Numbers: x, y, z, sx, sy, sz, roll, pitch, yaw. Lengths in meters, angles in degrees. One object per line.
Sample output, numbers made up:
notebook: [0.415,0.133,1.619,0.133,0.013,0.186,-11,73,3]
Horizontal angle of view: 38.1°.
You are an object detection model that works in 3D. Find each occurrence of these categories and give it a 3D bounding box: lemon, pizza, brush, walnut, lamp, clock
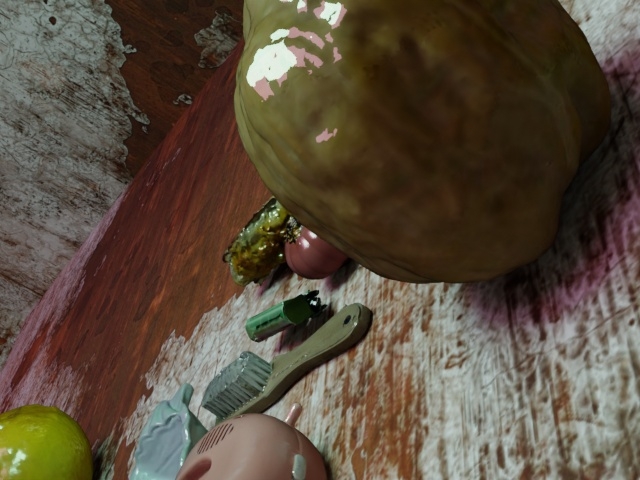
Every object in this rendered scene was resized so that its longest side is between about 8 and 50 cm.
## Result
lemon: [-0.521,0.409,1.652,0.233,0.233,0.288,-58,15,2]
pizza: [-0.038,-0.044,1.374,0.305,0.085,0.161,-50,-1,18]
brush: [-0.057,0.155,1.164,0.327,0.065,0.070,-38,25,41]
walnut: [0.078,-0.129,0.842,0.306,0.344,0.306,-60,4,7]
lamp: [0.000,0.000,1.204,0.107,0.092,0.107,-47,23,27]
clock: [-0.099,0.282,0.967,0.227,0.142,0.241,-45,20,33]

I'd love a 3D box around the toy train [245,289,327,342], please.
toy train: [-0.043,0.097,1.205,0.071,0.038,0.148,-23,-4,-29]

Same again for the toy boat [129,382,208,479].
toy boat: [-0.190,0.317,1.182,0.199,0.100,0.290,-47,23,28]
